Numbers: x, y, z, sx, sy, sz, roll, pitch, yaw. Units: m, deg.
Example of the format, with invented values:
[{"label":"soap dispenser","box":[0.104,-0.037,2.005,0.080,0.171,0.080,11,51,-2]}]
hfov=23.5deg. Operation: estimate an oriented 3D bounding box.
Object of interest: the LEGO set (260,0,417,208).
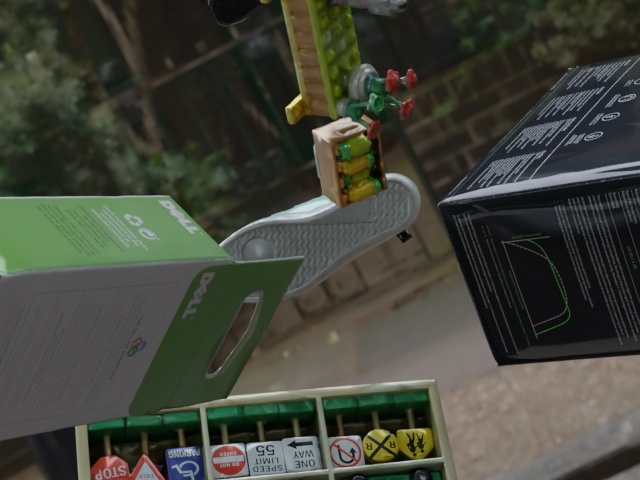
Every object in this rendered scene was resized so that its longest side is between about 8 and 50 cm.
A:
[{"label":"LEGO set","box":[0.044,-0.154,0.884,0.107,0.287,0.132,13,7,32]}]

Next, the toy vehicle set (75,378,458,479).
[{"label":"toy vehicle set","box":[-0.034,0.188,1.079,0.266,0.166,0.035,-4,-33,-11]}]

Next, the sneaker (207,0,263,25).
[{"label":"sneaker","box":[-0.023,-0.241,1.273,0.178,0.072,0.077,-41,40,9]}]

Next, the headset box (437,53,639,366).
[{"label":"headset box","box":[0.267,-0.040,1.037,0.283,0.131,0.246,-9,22,35]}]

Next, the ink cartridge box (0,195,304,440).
[{"label":"ink cartridge box","box":[-0.116,0.037,0.798,0.209,0.062,0.109,-4,-51,-49]}]

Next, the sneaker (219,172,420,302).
[{"label":"sneaker","box":[0.001,0.000,1.759,0.255,0.094,0.151,-23,-1,8]}]
